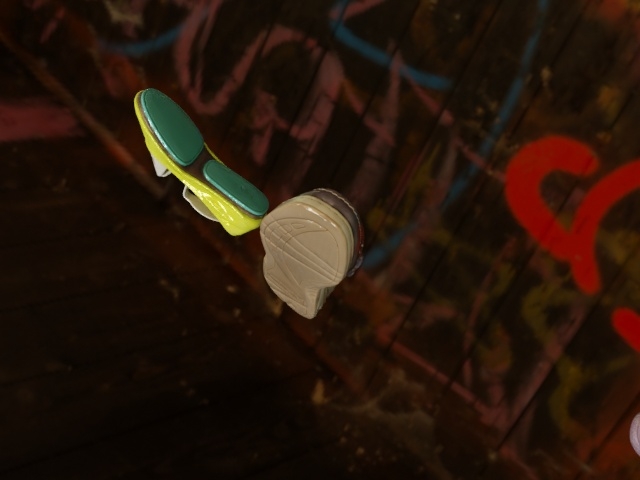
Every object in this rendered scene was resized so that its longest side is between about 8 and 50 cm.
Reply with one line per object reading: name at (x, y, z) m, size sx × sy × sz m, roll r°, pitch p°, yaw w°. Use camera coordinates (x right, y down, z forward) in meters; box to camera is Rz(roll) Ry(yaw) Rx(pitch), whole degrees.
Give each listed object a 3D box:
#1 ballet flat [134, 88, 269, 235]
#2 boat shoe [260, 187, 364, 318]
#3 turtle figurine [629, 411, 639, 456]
ballet flat at (-0.168, -0.092, 1.462) m, size 0.231 × 0.077 × 0.077 m, roll 44°, pitch -139°, yaw -9°
boat shoe at (0.000, 0.000, 1.190) m, size 0.103 × 0.285 × 0.092 m, roll 37°, pitch -110°, yaw 9°
turtle figurine at (0.260, 0.094, 0.602) m, size 0.118 × 0.175 × 0.234 m, roll 46°, pitch 172°, yaw -11°
